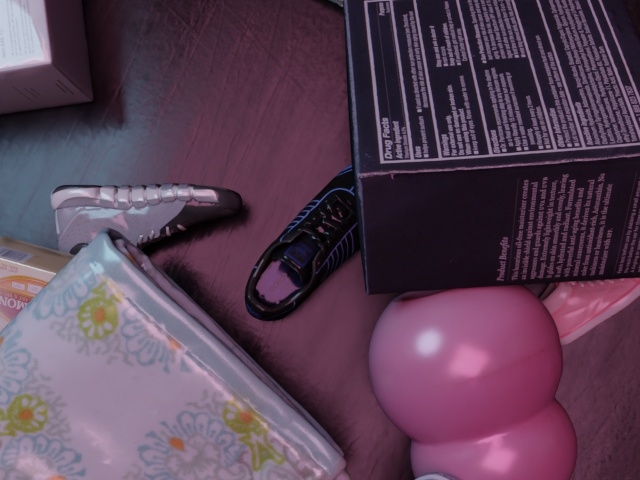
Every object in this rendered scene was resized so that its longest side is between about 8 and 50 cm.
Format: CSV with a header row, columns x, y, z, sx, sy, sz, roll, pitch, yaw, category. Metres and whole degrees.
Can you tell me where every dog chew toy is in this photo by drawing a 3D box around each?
x,y,z,sx,sy,sz,roll,pitch,yaw,category
0.178,0.204,1.047,0.207,0.206,0.331,-18,92,1,dog chew toy

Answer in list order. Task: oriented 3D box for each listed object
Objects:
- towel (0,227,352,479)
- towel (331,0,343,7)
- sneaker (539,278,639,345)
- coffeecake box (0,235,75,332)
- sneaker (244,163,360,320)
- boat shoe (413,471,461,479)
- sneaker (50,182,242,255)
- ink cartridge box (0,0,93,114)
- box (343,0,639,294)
x,y,z,sx,sy,sz,roll,pitch,yaw,category
-0.194,0.223,1.016,0.374,0.090,0.320,45,95,-1,towel
0.113,-0.335,1.169,0.282,0.049,0.187,27,86,5,towel
0.309,0.056,1.122,0.134,0.051,0.070,-35,89,3,sneaker
-0.316,0.106,1.106,0.142,0.068,0.185,15,108,4,coffeecake box
0.000,0.000,1.121,0.081,0.090,0.232,38,88,5,sneaker
0.103,0.381,0.960,0.109,0.094,0.302,-2,97,31,boat shoe
-0.201,0.001,1.141,0.229,0.086,0.132,0,90,13,sneaker
-0.402,-0.241,1.121,0.233,0.168,0.171,-8,84,2,ink cartridge box
0.177,-0.114,1.018,0.294,0.182,0.296,-3,46,2,box
